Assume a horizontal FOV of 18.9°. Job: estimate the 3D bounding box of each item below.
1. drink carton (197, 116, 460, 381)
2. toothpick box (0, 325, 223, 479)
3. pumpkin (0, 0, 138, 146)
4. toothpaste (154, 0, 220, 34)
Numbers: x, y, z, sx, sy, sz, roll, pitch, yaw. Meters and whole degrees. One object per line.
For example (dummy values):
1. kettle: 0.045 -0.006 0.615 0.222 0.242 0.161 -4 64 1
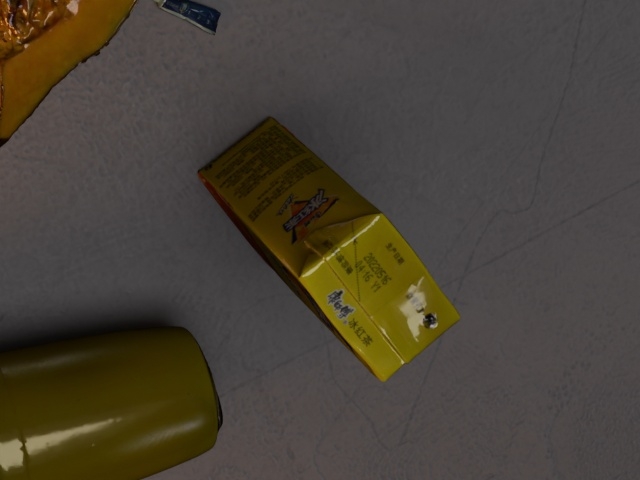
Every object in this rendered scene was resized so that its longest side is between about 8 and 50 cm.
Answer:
1. drink carton: 0.000 0.000 1.964 0.111 0.351 0.154 -39 117 -3
2. toothpick box: -0.244 0.185 2.046 0.271 0.175 0.175 -13 113 -18
3. pumpkin: -0.267 -0.242 1.935 0.163 0.111 0.278 -5 110 -32
4. toothpaste: -0.142 -0.242 2.015 0.083 0.019 0.027 20 84 -28
